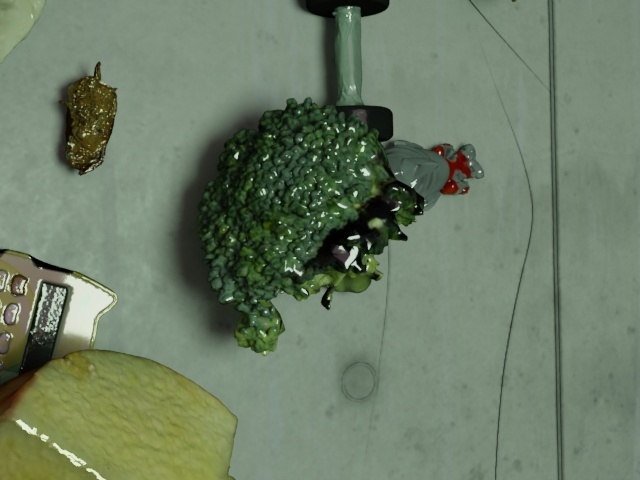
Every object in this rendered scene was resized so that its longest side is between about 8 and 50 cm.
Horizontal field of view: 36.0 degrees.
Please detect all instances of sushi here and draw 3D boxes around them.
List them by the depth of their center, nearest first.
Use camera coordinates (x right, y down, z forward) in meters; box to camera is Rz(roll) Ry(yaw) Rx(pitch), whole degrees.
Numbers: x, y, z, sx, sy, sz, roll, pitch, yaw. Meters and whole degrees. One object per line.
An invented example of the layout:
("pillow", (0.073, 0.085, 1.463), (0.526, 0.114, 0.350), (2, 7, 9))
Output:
("sushi", (-0.241, -0.127, 1.033), (0.061, 0.060, 0.118), (-6, 90, -19))

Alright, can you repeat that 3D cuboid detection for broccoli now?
("broccoli", (0.000, 0.000, 1.057), (0.243, 0.247, 0.263), (44, 48, -61))

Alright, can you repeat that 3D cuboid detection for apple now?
("apple", (-0.240, 0.269, 0.900), (0.314, 0.309, 0.252), (12, 42, -54))

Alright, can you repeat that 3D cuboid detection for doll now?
("doll", (0.129, -0.082, 1.197), (0.180, 0.079, 0.094), (-13, 79, -37))

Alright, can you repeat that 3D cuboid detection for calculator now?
("calculator", (-0.336, 0.085, 1.003), (0.236, 0.033, 0.157), (16, 83, -21))

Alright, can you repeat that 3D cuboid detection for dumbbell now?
("dumbbell", (0.033, -0.209, 1.137), (0.100, 0.100, 0.191), (-2, 89, -24))

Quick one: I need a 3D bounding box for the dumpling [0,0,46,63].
("dumpling", (-0.380, -0.256, 0.943), (0.252, 0.131, 0.179), (4, 109, -13))
